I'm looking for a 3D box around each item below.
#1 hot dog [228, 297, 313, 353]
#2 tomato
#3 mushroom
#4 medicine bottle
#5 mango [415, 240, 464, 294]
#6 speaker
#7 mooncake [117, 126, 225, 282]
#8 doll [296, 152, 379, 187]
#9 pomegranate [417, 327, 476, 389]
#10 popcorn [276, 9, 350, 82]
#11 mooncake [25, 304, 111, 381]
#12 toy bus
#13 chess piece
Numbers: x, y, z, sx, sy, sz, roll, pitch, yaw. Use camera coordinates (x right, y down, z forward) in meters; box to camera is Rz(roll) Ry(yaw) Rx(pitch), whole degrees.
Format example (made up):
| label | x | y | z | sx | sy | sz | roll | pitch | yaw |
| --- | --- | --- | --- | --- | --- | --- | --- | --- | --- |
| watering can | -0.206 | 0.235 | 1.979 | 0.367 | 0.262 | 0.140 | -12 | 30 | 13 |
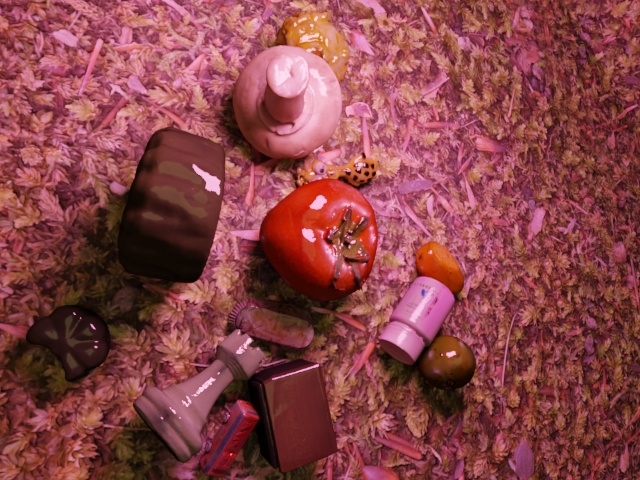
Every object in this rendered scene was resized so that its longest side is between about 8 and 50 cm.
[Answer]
| label | x | y | z | sx | sy | sz | roll | pitch | yaw |
| --- | --- | --- | --- | --- | --- | --- | --- | --- | --- |
| hot dog | -0.133 | 0.237 | 1.168 | 0.252 | 0.069 | 0.131 | 19 | 82 | -16 |
| tomato | 0.000 | 0.000 | 1.164 | 0.341 | 0.272 | 0.342 | 3 | 85 | -36 |
| mushroom | -0.095 | -0.413 | 1.170 | 0.314 | 0.356 | 0.316 | 0 | 55 | 0 |
| medicine bottle | 0.302 | 0.251 | 1.304 | 0.152 | 0.152 | 0.254 | 45 | 67 | -9 |
| mango | 0.408 | 0.103 | 1.408 | 0.217 | 0.102 | 0.141 | 42 | 44 | -14 |
| speaker | -0.074 | 0.454 | 1.101 | 0.192 | 0.153 | 0.231 | -10 | 84 | -24 |
| mooncake | -0.351 | -0.082 | 0.978 | 0.194 | 0.356 | 0.357 | 12 | 76 | -23 |
| doll | 0.060 | -0.219 | 1.326 | 0.290 | 0.086 | 0.117 | -9 | 113 | -23 |
| pomegranate | 0.402 | 0.370 | 1.328 | 0.179 | 0.180 | 0.210 | 31 | 39 | -15 |
| popcorn | -0.020 | -0.604 | 1.311 | 0.256 | 0.194 | 0.255 | 35 | 73 | -34 |
| mooncake | -0.582 | 0.237 | 0.957 | 0.174 | 0.104 | 0.169 | 19 | 79 | -15 |
| toy bus | -0.230 | 0.500 | 1.039 | 0.065 | 0.077 | 0.192 | 31 | 89 | -33 |
| chess piece | -0.281 | 0.364 | 1.024 | 0.299 | 0.194 | 0.195 | -41 | 97 | -33 |
